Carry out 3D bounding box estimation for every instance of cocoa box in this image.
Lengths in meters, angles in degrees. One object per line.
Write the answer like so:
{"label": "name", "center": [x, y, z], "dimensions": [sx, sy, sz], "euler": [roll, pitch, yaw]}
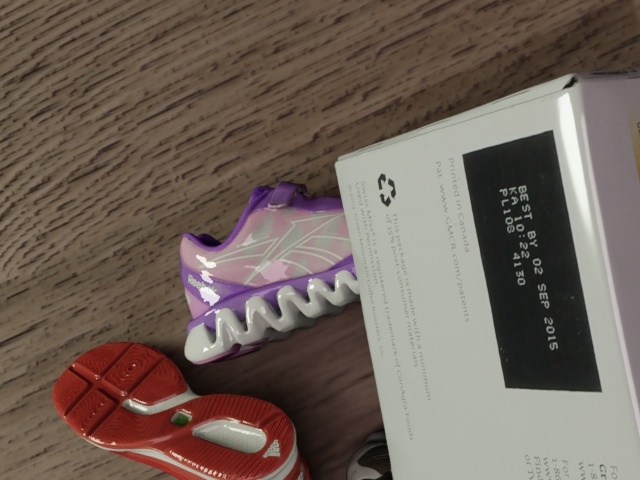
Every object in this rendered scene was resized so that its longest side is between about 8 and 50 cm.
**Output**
{"label": "cocoa box", "center": [0.184, 0.089, 0.632], "dimensions": [0.227, 0.231, 0.347], "euler": [-11, 90, -28]}

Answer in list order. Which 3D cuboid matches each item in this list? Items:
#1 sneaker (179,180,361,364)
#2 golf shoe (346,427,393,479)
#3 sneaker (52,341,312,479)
{"label": "sneaker", "center": [0.000, 0.000, 0.780], "dimensions": [0.236, 0.095, 0.105], "euler": [-23, 80, 13]}
{"label": "golf shoe", "center": [0.106, 0.195, 0.762], "dimensions": [0.198, 0.094, 0.077], "euler": [19, 95, 9]}
{"label": "sneaker", "center": [-0.093, 0.157, 0.805], "dimensions": [0.221, 0.128, 0.087], "euler": [19, 53, 41]}
